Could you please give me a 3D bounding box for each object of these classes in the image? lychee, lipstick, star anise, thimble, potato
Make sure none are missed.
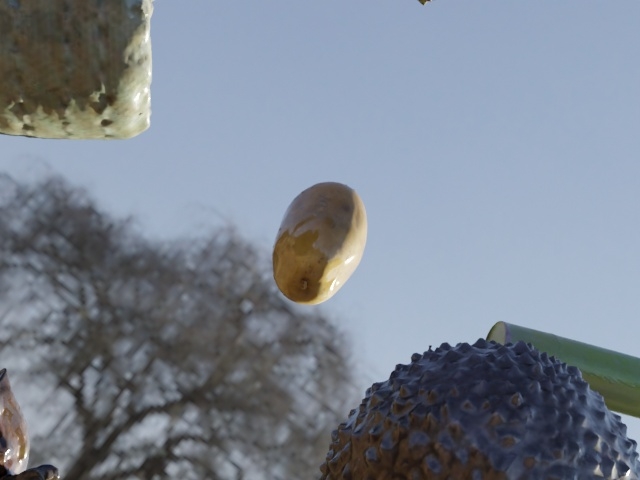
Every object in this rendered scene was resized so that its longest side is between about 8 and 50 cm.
[{"bbox_3d":[0.144,0.217,1.297,0.300,0.300,0.300,33,-19,13],"label":"lychee"},{"bbox_3d":[0.340,0.165,1.840,0.304,0.076,0.076,15,-14,-15],"label":"lipstick"},{"bbox_3d":[-0.361,0.282,1.565,0.110,0.257,0.198,10,44,-55],"label":"star anise"},{"bbox_3d":[-0.277,-0.253,1.674,0.195,0.292,0.291,-2,-19,-6],"label":"thimble"},{"bbox_3d":[0.000,0.000,1.932,0.109,0.178,0.118,21,-43,-8],"label":"potato"}]

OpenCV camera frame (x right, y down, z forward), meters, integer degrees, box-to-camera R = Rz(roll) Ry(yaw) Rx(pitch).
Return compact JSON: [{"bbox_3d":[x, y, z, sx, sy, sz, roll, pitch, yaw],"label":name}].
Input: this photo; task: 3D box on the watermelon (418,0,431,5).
[{"bbox_3d":[0.138,-0.357,1.854,0.145,0.193,0.137,-168,-108,-76],"label":"watermelon"}]
